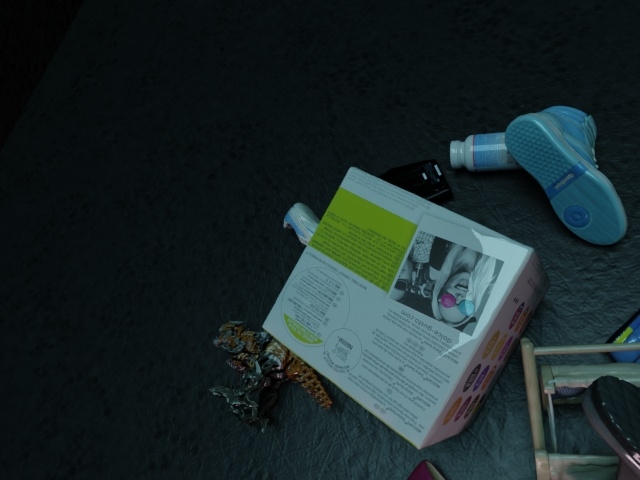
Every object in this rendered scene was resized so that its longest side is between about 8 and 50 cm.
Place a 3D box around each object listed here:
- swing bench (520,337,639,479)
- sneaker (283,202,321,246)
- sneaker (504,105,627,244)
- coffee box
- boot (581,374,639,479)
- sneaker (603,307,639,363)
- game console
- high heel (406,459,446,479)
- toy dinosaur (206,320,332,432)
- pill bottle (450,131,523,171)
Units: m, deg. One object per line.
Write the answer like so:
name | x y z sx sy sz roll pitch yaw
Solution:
swing bench | 0.472 0.282 0.832 0.253 0.165 0.255 -8 80 19
sneaker | 0.000 0.000 1.267 0.237 0.085 0.086 42 112 30
sneaker | 0.551 -0.157 1.081 0.208 0.127 0.319 -31 84 -37
coffee box | 0.169 0.120 0.939 0.338 0.337 0.334 30 92 31
boot | 0.420 0.349 0.712 0.222 0.338 0.118 -42 4 43
sneaker | 0.616 0.153 0.933 0.209 0.069 0.082 -44 69 -2
game console | 0.226 -0.027 1.200 0.213 0.044 0.361 -24 58 12
high heel | 0.288 0.525 0.838 0.377 0.127 0.181 16 83 32
toy dinosaur | -0.126 0.284 1.138 0.322 0.164 0.218 4 48 48
pill bottle | 0.386 -0.204 1.192 0.160 0.087 0.087 0 65 22
